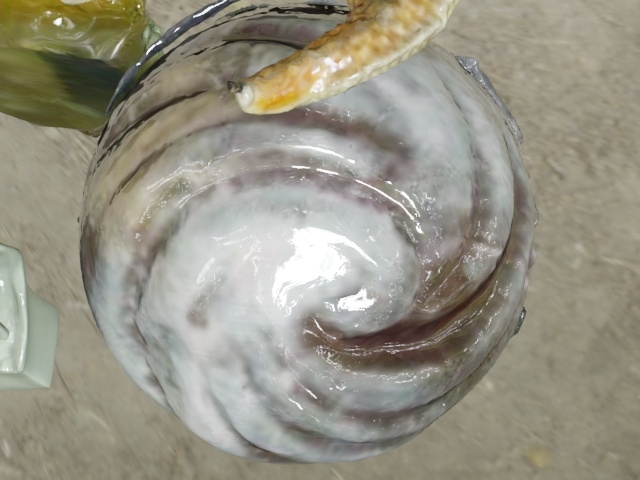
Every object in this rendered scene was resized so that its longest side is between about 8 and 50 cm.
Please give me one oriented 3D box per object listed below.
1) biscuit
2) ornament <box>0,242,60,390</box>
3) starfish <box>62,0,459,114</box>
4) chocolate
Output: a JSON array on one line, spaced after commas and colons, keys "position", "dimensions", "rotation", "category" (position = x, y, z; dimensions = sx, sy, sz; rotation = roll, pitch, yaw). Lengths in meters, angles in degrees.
[{"position": [-0.260, -0.174, 1.710], "dimensions": [0.335, 0.329, 0.078], "rotation": [37, 57, -58], "category": "biscuit"}, {"position": [-0.279, 0.047, 1.292], "dimensions": [0.130, 0.285, 0.120], "rotation": [-4, 81, 4], "category": "ornament"}, {"position": [0.036, -0.111, 0.531], "dimensions": [0.247, 0.138, 0.050], "rotation": [-33, 132, 9], "category": "starfish"}, {"position": [0.000, 0.000, 1.031], "dimensions": [0.303, 0.213, 0.303], "rotation": [-1, 99, -3], "category": "chocolate"}]
